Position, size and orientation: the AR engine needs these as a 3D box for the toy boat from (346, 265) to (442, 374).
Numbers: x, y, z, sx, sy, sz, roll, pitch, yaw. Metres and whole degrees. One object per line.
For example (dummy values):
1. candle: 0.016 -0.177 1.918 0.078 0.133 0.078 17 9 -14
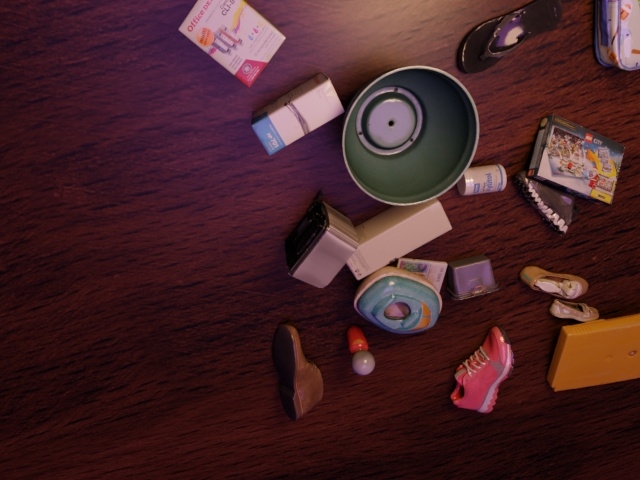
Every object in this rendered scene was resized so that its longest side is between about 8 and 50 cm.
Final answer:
1. toy boat: 0.182 0.223 1.353 0.267 0.148 0.318 23 121 -28

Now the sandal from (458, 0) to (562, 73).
1. sandal: 0.428 -0.471 1.134 0.254 0.054 0.097 -32 115 8

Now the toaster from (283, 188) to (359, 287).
1. toaster: 0.000 0.000 1.243 0.110 0.168 0.186 30 109 -22

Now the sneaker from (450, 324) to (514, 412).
1. sneaker: 0.483 0.399 1.521 0.136 0.116 0.314 5 115 -8

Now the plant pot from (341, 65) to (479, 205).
1. plant pot: 0.177 -0.250 1.128 0.292 0.196 0.293 -3 116 -7

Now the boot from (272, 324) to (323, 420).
1. boot: -0.063 0.369 1.464 0.115 0.112 0.306 -20 116 -32

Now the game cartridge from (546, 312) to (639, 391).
1. game cartridge: 0.883 0.347 1.559 0.323 0.053 0.285 -7 128 -2

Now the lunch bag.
1. lunch bag: 0.727 -0.547 1.107 0.243 0.115 0.304 -16 117 3

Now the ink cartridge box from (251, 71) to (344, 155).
1. ink cartridge box: -0.054 -0.284 1.113 0.190 0.140 0.082 -28 114 6

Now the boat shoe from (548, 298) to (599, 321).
1. boat shoe: 0.764 0.205 1.500 0.152 0.056 0.048 8 119 -3

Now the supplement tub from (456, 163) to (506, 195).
1. supplement tub: 0.409 -0.154 1.274 0.107 0.071 0.071 -9 116 -4

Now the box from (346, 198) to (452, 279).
1. box: 0.184 -0.018 1.288 0.275 0.113 0.094 -28 116 8

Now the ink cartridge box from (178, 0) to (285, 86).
1. ink cartridge box: -0.180 -0.430 1.034 0.176 0.127 0.128 35 107 -20

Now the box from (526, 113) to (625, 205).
1. box: 0.645 -0.199 1.262 0.233 0.044 0.159 18 85 -15

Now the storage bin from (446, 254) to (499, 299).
1. storage bin: 0.417 0.099 1.388 0.135 0.098 0.091 -14 106 -1

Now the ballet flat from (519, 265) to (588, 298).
1. ballet flat: 0.684 0.135 1.444 0.232 0.073 0.080 12 114 -13

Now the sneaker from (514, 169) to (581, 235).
1. sneaker: 0.601 -0.121 1.315 0.234 0.078 0.106 40 98 -22

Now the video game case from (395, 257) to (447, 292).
1. video game case: 0.271 0.126 1.417 0.143 0.019 0.157 6 115 -10
